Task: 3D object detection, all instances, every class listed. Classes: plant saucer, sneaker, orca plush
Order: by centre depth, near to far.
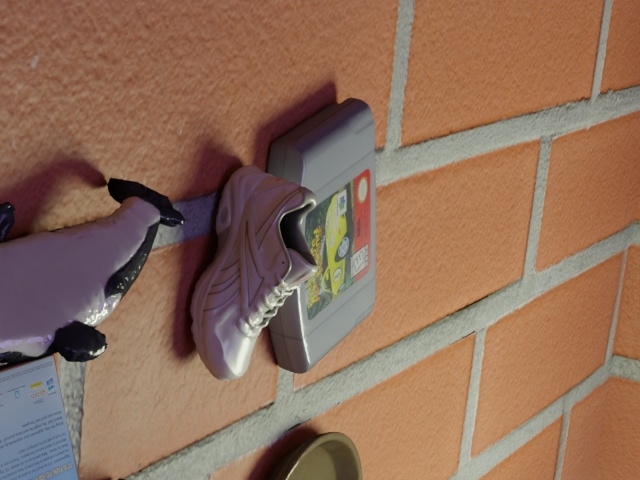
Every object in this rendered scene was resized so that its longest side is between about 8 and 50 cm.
[{"bbox_3d":[-0.245,0.036,1.322,0.151,0.102,0.287,41,41,-10],"label":"orca plush"},{"bbox_3d":[-0.063,0.041,1.603,0.090,0.115,0.232,4,98,-63],"label":"sneaker"},{"bbox_3d":[-0.026,0.372,1.909,0.278,0.041,0.278,-37,134,-52],"label":"plant saucer"}]

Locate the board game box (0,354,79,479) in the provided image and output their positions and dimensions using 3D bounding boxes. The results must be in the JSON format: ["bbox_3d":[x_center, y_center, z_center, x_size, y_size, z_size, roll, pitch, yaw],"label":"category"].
[{"bbox_3d":[-0.299,0.191,1.234,0.281,0.027,0.145,-16,95,-61],"label":"board game box"}]

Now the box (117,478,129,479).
[{"bbox_3d":[-0.205,0.380,1.388,0.322,0.079,0.257,-45,149,-87],"label":"box"}]

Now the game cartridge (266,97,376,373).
[{"bbox_3d":[0.000,0.000,1.783,0.196,0.060,0.294,-35,132,-48],"label":"game cartridge"}]
